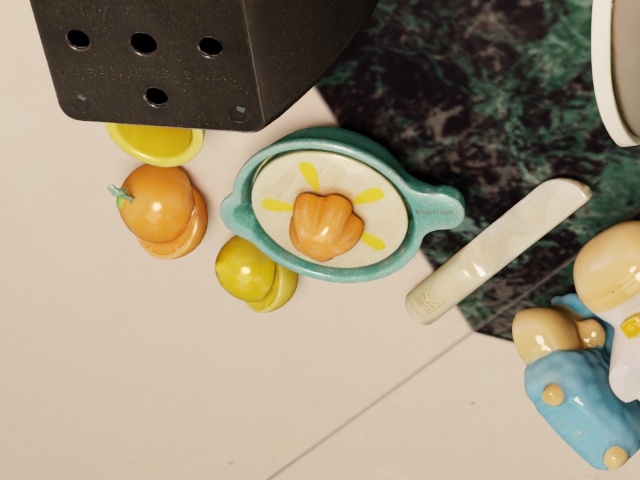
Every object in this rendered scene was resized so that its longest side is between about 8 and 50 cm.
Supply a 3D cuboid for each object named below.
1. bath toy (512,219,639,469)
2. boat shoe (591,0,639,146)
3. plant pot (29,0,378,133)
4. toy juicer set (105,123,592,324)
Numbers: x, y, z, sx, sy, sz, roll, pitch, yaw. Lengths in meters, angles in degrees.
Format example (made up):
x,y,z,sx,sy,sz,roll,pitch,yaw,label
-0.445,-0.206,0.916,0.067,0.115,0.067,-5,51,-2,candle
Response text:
x,y,z,sx,sy,sz,roll,pitch,yaw,label
0.287,0.021,1.129,0.348,0.129,0.151,-31,100,39,bath toy
0.202,-0.173,0.963,0.091,0.109,0.305,7,133,18,boat shoe
-0.081,-0.167,1.022,0.188,0.167,0.187,6,136,14,plant pot
0.000,0.000,1.226,0.329,0.089,0.209,18,137,-1,toy juicer set
